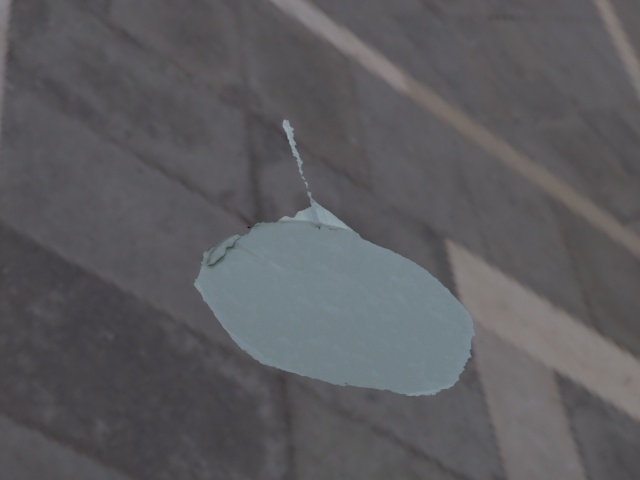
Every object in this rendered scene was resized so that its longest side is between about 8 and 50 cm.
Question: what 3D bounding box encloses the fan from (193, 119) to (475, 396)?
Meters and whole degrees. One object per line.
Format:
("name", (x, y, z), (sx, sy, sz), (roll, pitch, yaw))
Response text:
("fan", (0.000, 0.001, 1.032), (0.182, 0.010, 0.310), (10, 31, -16))
